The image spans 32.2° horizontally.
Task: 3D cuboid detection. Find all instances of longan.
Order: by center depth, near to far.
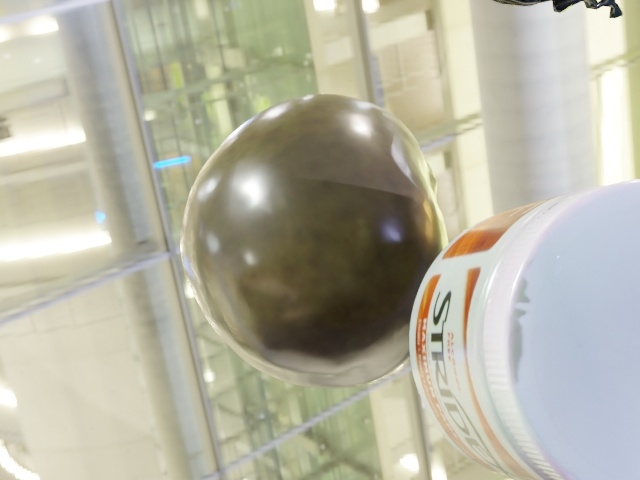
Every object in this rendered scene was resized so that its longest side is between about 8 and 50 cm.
[{"bbox_3d":[0.000,0.000,1.188,0.319,0.318,0.319,-9,-159,3],"label":"longan"}]

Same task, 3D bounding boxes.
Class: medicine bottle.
[{"bbox_3d":[0.223,0.086,0.922,0.253,0.252,0.241,-16,178,-15],"label":"medicine bottle"}]

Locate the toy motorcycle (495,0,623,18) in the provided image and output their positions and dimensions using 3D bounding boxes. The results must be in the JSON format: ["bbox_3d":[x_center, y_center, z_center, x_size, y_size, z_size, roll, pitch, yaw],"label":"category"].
[{"bbox_3d":[0.103,-0.177,0.363,0.331,0.196,0.125,6,-150,-31],"label":"toy motorcycle"}]
